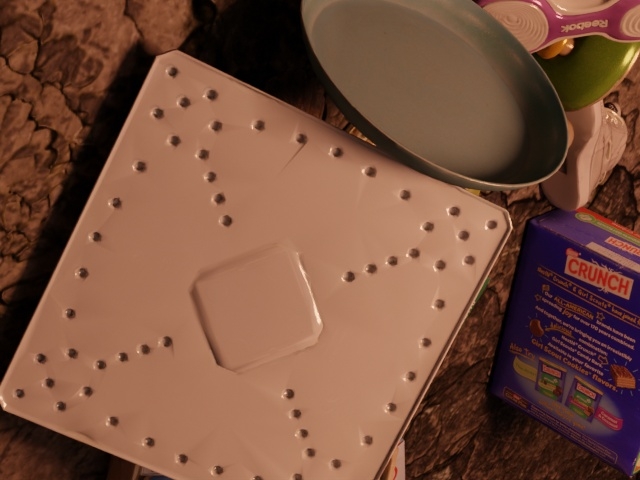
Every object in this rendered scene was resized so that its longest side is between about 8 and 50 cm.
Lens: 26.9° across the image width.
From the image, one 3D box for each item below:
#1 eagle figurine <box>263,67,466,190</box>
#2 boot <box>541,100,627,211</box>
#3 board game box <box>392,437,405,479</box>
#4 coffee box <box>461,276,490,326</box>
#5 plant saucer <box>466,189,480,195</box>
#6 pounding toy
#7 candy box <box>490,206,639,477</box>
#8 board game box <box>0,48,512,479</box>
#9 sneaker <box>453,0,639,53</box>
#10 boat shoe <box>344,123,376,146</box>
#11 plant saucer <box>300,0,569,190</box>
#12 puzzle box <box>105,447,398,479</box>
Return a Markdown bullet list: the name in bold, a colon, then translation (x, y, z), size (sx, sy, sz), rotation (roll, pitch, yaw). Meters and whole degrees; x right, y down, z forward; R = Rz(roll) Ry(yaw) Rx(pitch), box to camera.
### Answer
- **eagle figurine**: translation (-0.003, -0.007, 1.444), size (0.226, 0.225, 0.298), rotation (-4, 131, -37)
- **boot**: translation (0.366, -0.163, 1.847), size (0.123, 0.095, 0.258), rotation (-45, 152, -26)
- **board game box**: translation (-0.016, 0.433, 1.846), size (0.302, 0.086, 0.308), rotation (-33, 138, -30)
- **coffee box**: translation (0.126, 0.062, 1.615), size (0.184, 0.040, 0.113), rotation (25, 95, -53)
- **plant saucer**: translation (0.169, -0.121, 1.620), size (0.241, 0.037, 0.241), rotation (16, 90, -71)
- **pounding toy**: translation (0.283, -0.239, 1.637), size (0.110, 0.183, 0.237), rotation (24, 102, -30)
- **candy box**: translation (0.414, 0.142, 1.971), size (0.122, 0.268, 0.317), rotation (-25, 134, -42)
- **board game box**: translation (-0.065, 0.062, 1.335), size (0.390, 0.050, 0.390), rotation (25, 99, -13)
- **sneaker**: translation (0.270, -0.298, 1.548), size (0.305, 0.152, 0.114), rotation (-1, 144, -6)
- **boat shoe**: translation (0.071, -0.120, 1.550), size (0.153, 0.048, 0.056), rotation (-43, 143, -19)
- **plant saucer**: translation (0.112, -0.164, 1.368), size (0.318, 0.317, 0.043), rotation (-13, 150, -44)
- **puzzle box**: translation (-0.092, 0.368, 1.616), size (0.409, 0.052, 0.272), rotation (9, 96, -41)
